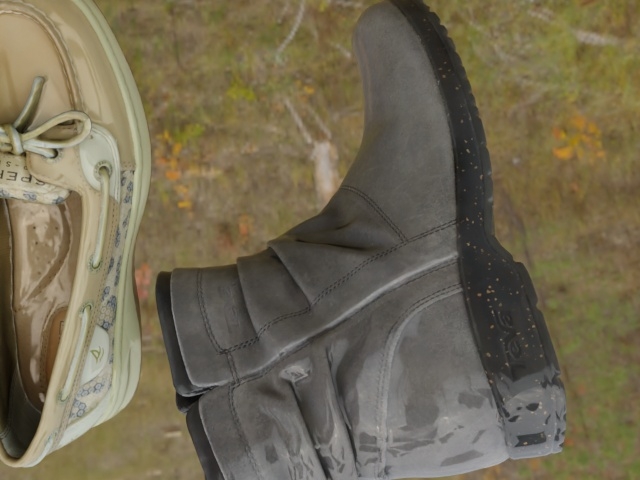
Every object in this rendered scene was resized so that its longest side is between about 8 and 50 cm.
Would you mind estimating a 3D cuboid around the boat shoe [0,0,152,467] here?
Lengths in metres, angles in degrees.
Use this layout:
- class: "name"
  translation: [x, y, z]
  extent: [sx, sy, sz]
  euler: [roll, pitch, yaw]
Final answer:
- class: "boat shoe"
  translation: [-0.159, -0.008, 0.645]
  extent: [0.104, 0.285, 0.089]
  euler: [4, -160, 21]

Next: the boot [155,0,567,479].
- class: "boot"
  translation: [0.000, 0.000, 0.691]
  extent: [0.223, 0.338, 0.118]
  euler: [-14, 148, 2]
